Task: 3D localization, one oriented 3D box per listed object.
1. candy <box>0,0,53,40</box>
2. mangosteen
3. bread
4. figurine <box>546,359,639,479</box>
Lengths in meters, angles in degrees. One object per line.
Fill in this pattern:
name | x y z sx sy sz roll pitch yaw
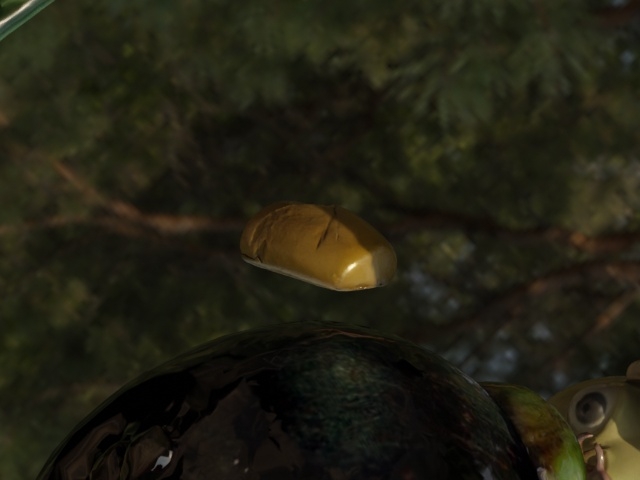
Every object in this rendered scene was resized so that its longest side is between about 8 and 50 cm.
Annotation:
candy | -0.288 -0.004 0.786 0.440 0.119 0.119 -38 -165 -12
mangosteen | 0.006 0.144 0.657 0.243 0.243 0.243 -40 -163 15
bread | 0.000 0.000 1.202 0.115 0.082 0.056 16 -78 43
figurine | 0.293 0.107 1.002 0.394 0.275 0.226 -56 -131 43
